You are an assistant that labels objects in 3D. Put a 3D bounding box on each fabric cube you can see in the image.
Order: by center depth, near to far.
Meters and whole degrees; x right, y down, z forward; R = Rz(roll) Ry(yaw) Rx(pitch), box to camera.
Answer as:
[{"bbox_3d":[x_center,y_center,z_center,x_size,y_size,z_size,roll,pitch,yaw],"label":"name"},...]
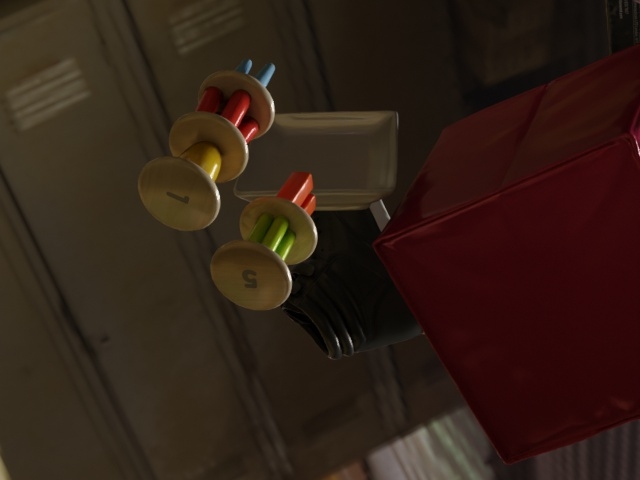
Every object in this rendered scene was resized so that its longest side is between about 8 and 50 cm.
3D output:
[{"bbox_3d":[0.244,0.003,1.299,0.254,0.259,0.258,60,29,-14],"label":"fabric cube"}]

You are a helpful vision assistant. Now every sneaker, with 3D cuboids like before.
[{"bbox_3d":[0.000,0.000,1.598,0.295,0.147,0.104,62,-12,12],"label":"sneaker"}]

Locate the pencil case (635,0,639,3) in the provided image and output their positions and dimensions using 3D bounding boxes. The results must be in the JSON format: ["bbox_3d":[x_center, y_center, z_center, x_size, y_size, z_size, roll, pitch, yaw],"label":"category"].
[{"bbox_3d":[0.316,-0.260,1.311,0.206,0.088,0.086,24,-20,-18],"label":"pencil case"}]

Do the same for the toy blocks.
[{"bbox_3d":[-0.042,-0.044,0.909,0.123,0.054,0.148,50,38,-19],"label":"toy blocks"}]

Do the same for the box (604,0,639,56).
[{"bbox_3d":[0.502,-0.388,1.790,0.182,0.294,0.296,67,24,-56],"label":"box"}]

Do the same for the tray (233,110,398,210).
[{"bbox_3d":[0.002,-0.076,1.358,0.270,0.145,0.030,-81,170,-70],"label":"tray"}]
